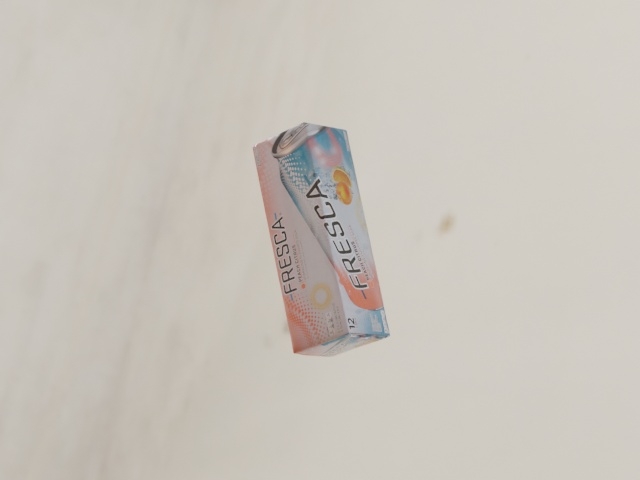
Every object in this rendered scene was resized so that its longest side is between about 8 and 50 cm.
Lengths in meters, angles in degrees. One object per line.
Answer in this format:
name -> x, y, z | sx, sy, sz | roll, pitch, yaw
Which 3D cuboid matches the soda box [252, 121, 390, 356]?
soda box -> 0.000, 0.000, 1.608 | 0.063, 0.183, 0.058 | -22, -17, 35
